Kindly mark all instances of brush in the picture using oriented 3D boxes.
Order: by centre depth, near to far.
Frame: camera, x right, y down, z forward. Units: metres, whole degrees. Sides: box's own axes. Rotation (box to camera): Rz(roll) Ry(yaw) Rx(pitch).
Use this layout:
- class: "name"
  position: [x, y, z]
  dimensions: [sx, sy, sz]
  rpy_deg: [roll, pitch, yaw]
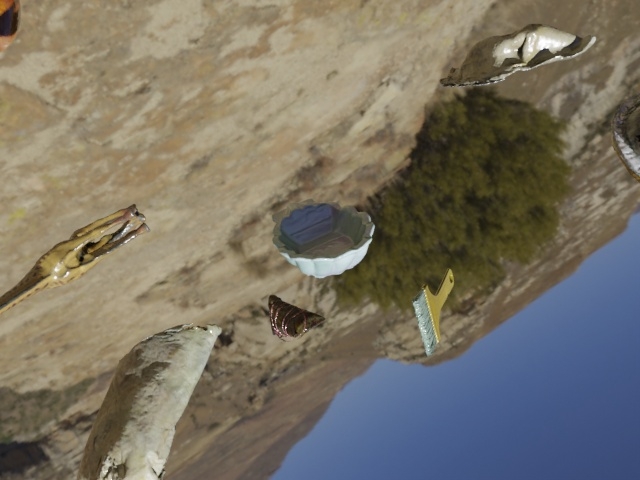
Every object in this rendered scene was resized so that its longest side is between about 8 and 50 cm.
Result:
- class: "brush"
  position: [0.169, 0.084, 0.952]
  dimensions: [0.011, 0.083, 0.205]
  rpy_deg: [-11, -167, 26]

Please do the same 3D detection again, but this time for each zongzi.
- class: "zongzi"
  position: [-0.041, 0.120, 0.951]
  dimensions: [0.083, 0.067, 0.073]
  rpy_deg: [4, -162, 14]

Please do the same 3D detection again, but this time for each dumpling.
- class: "dumpling"
  position: [0.361, -0.370, 1.331]
  dimensions: [0.332, 0.086, 0.166]
  rpy_deg: [-6, -163, 44]

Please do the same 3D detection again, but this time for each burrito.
- class: "burrito"
  position: [-0.316, 0.293, 1.186]
  dimensions: [0.107, 0.175, 0.348]
  rpy_deg: [71, 32, -52]

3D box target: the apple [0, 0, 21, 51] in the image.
- class: "apple"
  position: [-0.819, -0.534, 1.439]
  dimensions: [0.301, 0.301, 0.301]
  rpy_deg: [-32, 174, -4]

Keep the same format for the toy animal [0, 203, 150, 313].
- class: "toy animal"
  position: [-0.320, 0.032, 0.817]
  dimensions: [0.275, 0.054, 0.149]
  rpy_deg: [-38, -165, -34]

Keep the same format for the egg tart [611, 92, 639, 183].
- class: "egg tart"
  position: [0.514, -0.142, 0.885]
  dimensions: [0.234, 0.234, 0.094]
  rpy_deg: [-31, 146, -15]

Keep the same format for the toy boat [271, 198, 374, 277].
- class: "toy boat"
  position: [0.000, 0.000, 1.366]
  dimensions: [0.199, 0.100, 0.290]
  rpy_deg: [-21, -149, -16]
